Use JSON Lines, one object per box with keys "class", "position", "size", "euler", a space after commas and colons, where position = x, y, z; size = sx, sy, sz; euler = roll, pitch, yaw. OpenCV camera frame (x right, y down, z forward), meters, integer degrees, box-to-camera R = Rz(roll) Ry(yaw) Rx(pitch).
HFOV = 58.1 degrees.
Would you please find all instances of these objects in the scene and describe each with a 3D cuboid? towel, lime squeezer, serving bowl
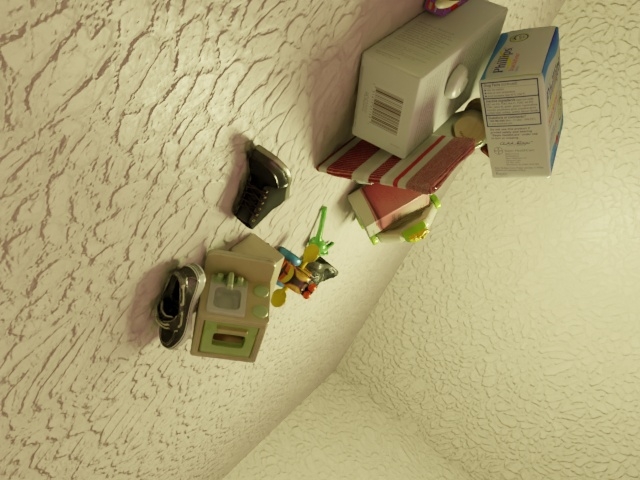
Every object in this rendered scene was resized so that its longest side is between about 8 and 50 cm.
{"class": "towel", "position": [0.183, -0.201, 1.420], "size": [0.237, 0.329, 0.037], "euler": [-42, 132, -36]}
{"class": "lime squeezer", "position": [0.000, 0.000, 1.810], "size": [0.310, 0.059, 0.110], "euler": [72, 25, -69]}
{"class": "serving bowl", "position": [0.328, -0.373, 1.365], "size": [0.083, 0.027, 0.083], "euler": [-46, 155, -29]}

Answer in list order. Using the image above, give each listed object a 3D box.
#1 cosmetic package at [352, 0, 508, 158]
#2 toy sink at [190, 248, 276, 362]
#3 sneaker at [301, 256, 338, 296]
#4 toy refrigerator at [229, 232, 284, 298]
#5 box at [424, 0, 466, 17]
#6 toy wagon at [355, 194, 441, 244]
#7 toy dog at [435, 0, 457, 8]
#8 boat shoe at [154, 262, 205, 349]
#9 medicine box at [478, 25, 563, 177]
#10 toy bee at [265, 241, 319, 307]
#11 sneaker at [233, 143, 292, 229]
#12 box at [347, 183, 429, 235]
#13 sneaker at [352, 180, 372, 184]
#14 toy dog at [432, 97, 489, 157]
{"class": "cosmetic package", "position": [0.277, -0.427, 1.442], "size": [0.453, 0.161, 0.230], "euler": [-42, 153, -35]}
{"class": "toy sink", "position": [-0.193, 0.153, 1.264], "size": [0.131, 0.153, 0.234], "euler": [-93, -162, -45]}
{"class": "sneaker", "position": [-0.020, 0.119, 1.915], "size": [0.130, 0.087, 0.227], "euler": [-54, 161, 8]}
{"class": "toy refrigerator", "position": [-0.182, 0.121, 1.413], "size": [0.094, 0.102, 0.269], "euler": [-39, 159, -43]}
{"class": "box", "position": [0.373, -0.688, 1.399], "size": [0.293, 0.057, 0.201], "euler": [-42, 159, -37]}
{"class": "toy wagon", "position": [0.279, -0.076, 1.969], "size": [0.267, 0.344, 0.068], "euler": [-30, 124, 2]}
{"class": "toy dog", "position": [0.266, -0.582, 1.021], "size": [0.408, 0.284, 0.395], "euler": [-38, -178, -43]}
{"class": "boat shoe", "position": [-0.301, 0.141, 1.170], "size": [0.070, 0.078, 0.219], "euler": [-23, 141, -53]}
{"class": "medicine box", "position": [0.520, -0.348, 1.467], "size": [0.263, 0.149, 0.289], "euler": [-59, 141, -40]}
{"class": "toy bee", "position": [-0.081, 0.107, 1.569], "size": [0.195, 0.162, 0.298], "euler": [-59, 164, 23]}
{"class": "sneaker", "position": [-0.123, -0.097, 1.159], "size": [0.118, 0.083, 0.222], "euler": [-49, 165, -15]}
{"class": "box", "position": [0.221, -0.132, 1.856], "size": [0.232, 0.127, 0.148], "euler": [-30, 164, 2]}
{"class": "sneaker", "position": [0.135, -0.195, 1.684], "size": [0.088, 0.092, 0.225], "euler": [-57, 165, 9]}
{"class": "toy dog", "position": [0.351, -0.263, 1.594], "size": [0.220, 0.161, 0.333], "euler": [-39, -161, -27]}
